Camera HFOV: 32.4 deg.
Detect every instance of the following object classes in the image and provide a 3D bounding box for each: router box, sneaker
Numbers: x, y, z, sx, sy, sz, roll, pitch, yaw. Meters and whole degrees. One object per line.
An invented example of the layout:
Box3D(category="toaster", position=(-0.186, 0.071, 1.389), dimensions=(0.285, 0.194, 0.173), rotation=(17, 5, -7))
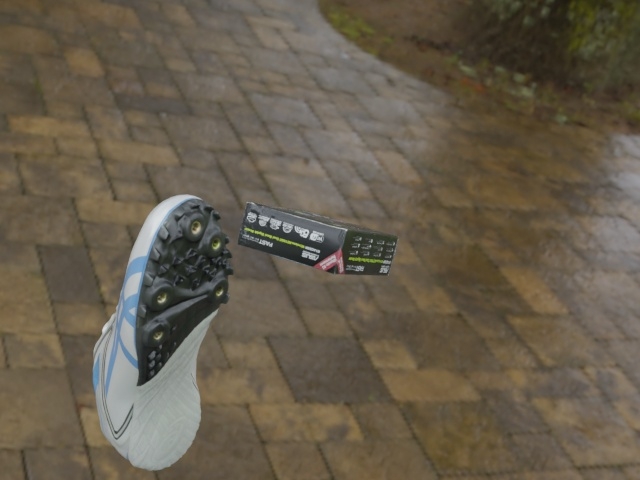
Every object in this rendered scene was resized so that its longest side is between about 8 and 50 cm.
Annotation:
Box3D(category="router box", position=(0.000, 0.000, 0.926), dimensions=(0.092, 0.038, 0.122), rotation=(17, 4, 25))
Box3D(category="sneaker", position=(-0.119, 0.062, 0.755), dimensions=(0.086, 0.237, 0.085), rotation=(38, 44, 26))
